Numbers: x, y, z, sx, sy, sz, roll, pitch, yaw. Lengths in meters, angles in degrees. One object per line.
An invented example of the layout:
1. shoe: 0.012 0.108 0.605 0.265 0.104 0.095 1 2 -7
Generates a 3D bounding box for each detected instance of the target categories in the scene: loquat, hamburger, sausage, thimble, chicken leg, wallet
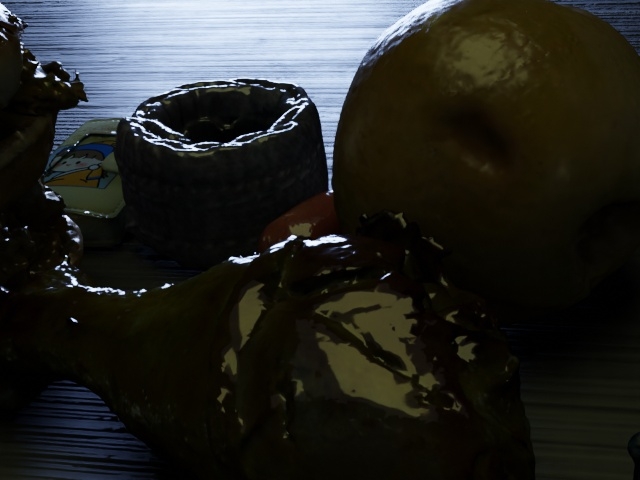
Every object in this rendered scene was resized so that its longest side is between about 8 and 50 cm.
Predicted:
1. loquat: 0.110 -0.060 0.842 0.213 0.213 0.213 -6 29 3
2. hamburger: -0.272 -0.041 0.889 0.260 0.211 0.245 -17 30 -7
3. sausage: 0.000 0.000 0.909 0.054 0.059 0.094 18 38 42
4. thimble: -0.067 -0.049 0.973 0.150 0.098 0.150 -5 28 3
5. chicken leg: -0.036 0.053 0.739 0.361 0.140 0.211 24 50 38
6. wallet: -0.173 -0.048 1.055 0.110 0.039 0.155 2 31 19

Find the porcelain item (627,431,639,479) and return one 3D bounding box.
1. porcelain item: 0.203 0.137 0.543 0.186 0.138 0.288 -5 26 26
